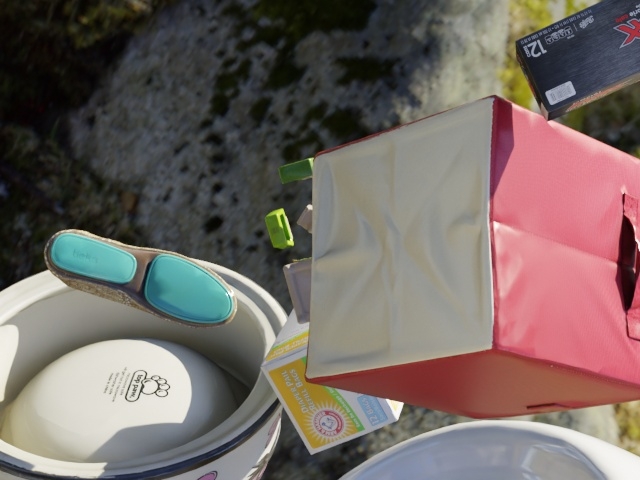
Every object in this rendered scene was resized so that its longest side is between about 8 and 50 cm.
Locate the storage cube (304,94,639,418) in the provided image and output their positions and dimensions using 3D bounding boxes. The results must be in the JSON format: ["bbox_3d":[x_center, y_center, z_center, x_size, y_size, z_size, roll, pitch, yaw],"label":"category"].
[{"bbox_3d":[0.119,0.024,1.022,0.193,0.215,0.183,17,68,-41],"label":"storage cube"}]

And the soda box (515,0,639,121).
[{"bbox_3d":[0.213,-0.137,0.894,0.169,0.060,0.053,-24,85,8],"label":"soda box"}]

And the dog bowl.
[{"bbox_3d":[-0.228,0.188,1.595,0.408,0.150,0.408,-1,33,1],"label":"dog bowl"}]

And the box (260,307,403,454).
[{"bbox_3d":[0.028,0.118,1.449,0.114,0.103,0.203,61,20,-12],"label":"box"}]

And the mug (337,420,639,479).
[{"bbox_3d":[0.153,0.219,0.578,0.374,0.276,0.328,-32,120,1],"label":"mug"}]

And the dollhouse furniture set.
[{"bbox_3d":[0.000,0.000,1.275,0.058,0.076,0.151,-16,90,-71],"label":"dollhouse furniture set"}]

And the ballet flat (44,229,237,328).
[{"bbox_3d":[-0.187,0.041,1.439,0.206,0.067,0.073,23,73,-5],"label":"ballet flat"}]
